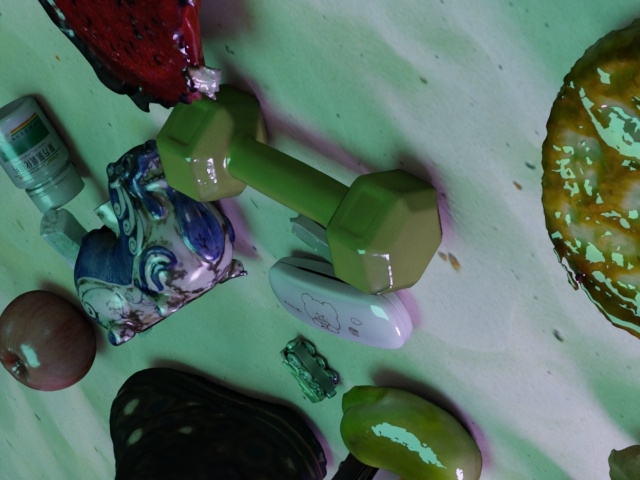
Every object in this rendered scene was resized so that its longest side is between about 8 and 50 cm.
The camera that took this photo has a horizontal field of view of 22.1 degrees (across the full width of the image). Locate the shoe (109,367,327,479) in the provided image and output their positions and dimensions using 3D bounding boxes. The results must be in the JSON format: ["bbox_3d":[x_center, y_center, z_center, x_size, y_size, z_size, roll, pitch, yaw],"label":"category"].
[{"bbox_3d":[-0.185,0.304,2.133,0.384,0.237,0.171,12,136,48],"label":"shoe"}]

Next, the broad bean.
[{"bbox_3d":[0.098,0.213,1.797,0.174,0.082,0.124,16,141,29],"label":"broad bean"}]

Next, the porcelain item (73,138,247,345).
[{"bbox_3d":[-0.206,0.005,1.887,0.186,0.138,0.288,59,151,0],"label":"porcelain item"}]

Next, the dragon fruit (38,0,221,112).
[{"bbox_3d":[-0.208,-0.261,1.568,0.343,0.100,0.282,39,153,24],"label":"dragon fruit"}]

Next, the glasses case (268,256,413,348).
[{"bbox_3d":[0.019,0.065,1.732,0.193,0.049,0.074,16,139,43],"label":"glasses case"}]

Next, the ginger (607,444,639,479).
[{"bbox_3d":[0.342,0.257,1.508,0.190,0.069,0.095,47,148,3],"label":"ginger"}]

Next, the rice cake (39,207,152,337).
[{"bbox_3d":[-0.278,0.042,2.068,0.042,0.045,0.245,-15,140,18],"label":"rice cake"}]

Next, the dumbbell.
[{"bbox_3d":[-0.024,-0.053,1.575,0.302,0.121,0.108,27,175,31],"label":"dumbbell"}]

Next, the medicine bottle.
[{"bbox_3d":[-0.350,-0.103,1.999,0.080,0.080,0.130,0,127,55],"label":"medicine bottle"}]

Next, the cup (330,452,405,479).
[{"bbox_3d":[0.109,0.373,1.881,0.279,0.196,0.196,33,150,11],"label":"cup"}]

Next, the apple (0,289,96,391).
[{"bbox_3d":[-0.397,0.146,2.354,0.153,0.120,0.153,34,149,24],"label":"apple"}]

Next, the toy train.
[{"bbox_3d":[-0.015,0.151,1.913,0.083,0.033,0.053,50,156,-6],"label":"toy train"}]

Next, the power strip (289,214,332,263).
[{"bbox_3d":[0.000,0.000,1.708,0.083,0.017,0.027,38,150,16],"label":"power strip"}]

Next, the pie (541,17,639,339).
[{"bbox_3d":[0.292,-0.030,1.187,0.315,0.092,0.315,32,144,27],"label":"pie"}]
